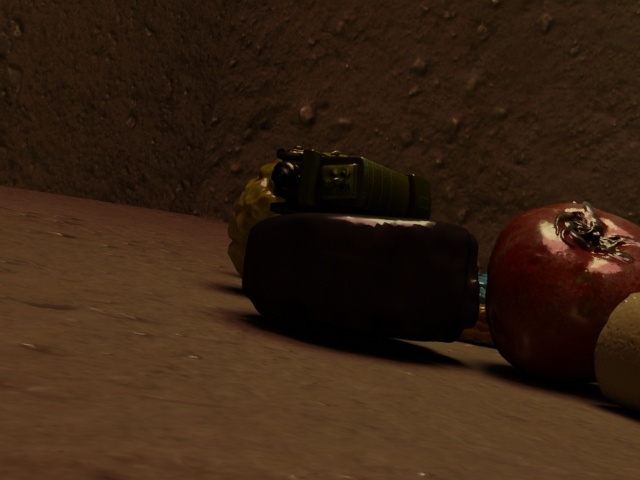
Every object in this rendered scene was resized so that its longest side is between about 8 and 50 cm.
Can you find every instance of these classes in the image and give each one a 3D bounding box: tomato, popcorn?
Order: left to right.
[{"bbox_3d":[-0.009,-0.023,1.736,0.206,0.237,0.251,37,20,14],"label":"popcorn"},{"bbox_3d":[0.297,0.067,1.382,0.232,0.188,0.232,12,35,-9],"label":"tomato"}]

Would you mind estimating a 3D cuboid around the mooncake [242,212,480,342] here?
[{"bbox_3d":[0.046,0.048,1.386,0.283,0.141,0.283,6,-5,1],"label":"mooncake"}]

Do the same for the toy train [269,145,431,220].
[{"bbox_3d":[0.034,-0.059,1.445,0.137,0.090,0.225,4,-4,28],"label":"toy train"}]

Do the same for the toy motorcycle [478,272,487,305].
[{"bbox_3d":[0.269,0.076,1.975,0.272,0.124,0.182,23,20,0],"label":"toy motorcycle"}]

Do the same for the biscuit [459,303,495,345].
[{"bbox_3d":[0.213,0.114,1.670,0.378,0.054,0.094,11,1,-5],"label":"biscuit"}]

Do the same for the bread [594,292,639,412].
[{"bbox_3d":[0.384,0.126,1.221,0.148,0.134,0.141,-2,9,-32],"label":"bread"}]
